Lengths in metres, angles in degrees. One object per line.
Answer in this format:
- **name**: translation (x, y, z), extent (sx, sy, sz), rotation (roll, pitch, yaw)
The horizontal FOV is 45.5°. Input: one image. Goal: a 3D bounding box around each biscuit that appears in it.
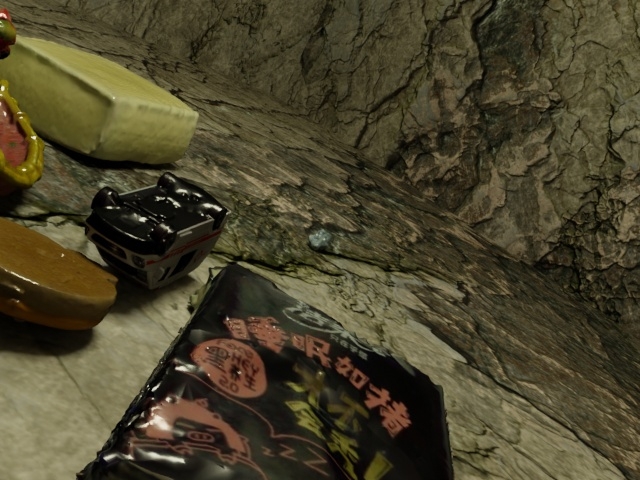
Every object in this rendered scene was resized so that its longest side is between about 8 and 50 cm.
- **biscuit**: translation (-0.256, 0.031, 0.663), extent (0.170, 0.050, 0.170), rotation (29, 5, -3)

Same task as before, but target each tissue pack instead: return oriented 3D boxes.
- **tissue pack**: translation (-0.016, 0.155, 0.526), extent (0.245, 0.123, 0.332), rotation (33, 16, -5)

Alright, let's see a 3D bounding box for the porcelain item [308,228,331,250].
- **porcelain item**: translation (0.000, 0.000, 1.344), extent (0.036, 0.028, 0.083), rotation (13, 12, 9)

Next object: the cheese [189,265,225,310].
- **cheese**: translation (-0.066, 0.077, 0.865), extent (0.171, 0.047, 0.092), rotation (16, 20, -40)

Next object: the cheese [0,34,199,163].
- **cheese**: translation (-0.365, -0.224, 1.248), extent (0.242, 0.124, 0.265), rotation (35, 13, 14)

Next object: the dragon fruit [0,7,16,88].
- **dragon fruit**: translation (-0.420, -0.209, 0.819), extent (0.172, 0.166, 0.160), rotation (-6, 66, -29)

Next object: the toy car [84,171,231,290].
- **toy car**: translation (-0.181, -0.001, 0.819), extent (0.089, 0.108, 0.209), rotation (32, 18, 7)

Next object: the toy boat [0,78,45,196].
- **toy boat**: translation (-0.378, -0.112, 0.858), extent (0.141, 0.099, 0.318), rotation (26, 10, -25)
